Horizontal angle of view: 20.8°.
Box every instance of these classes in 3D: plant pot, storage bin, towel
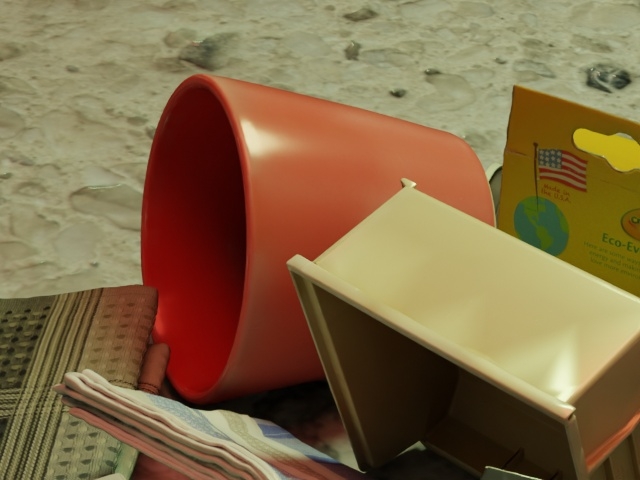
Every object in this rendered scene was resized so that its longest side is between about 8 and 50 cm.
[{"bbox_3d":[0.000,0.000,1.498,0.243,0.275,0.275,0,28,-25],"label":"plant pot"},{"bbox_3d":[0.135,0.121,1.277,0.123,0.260,0.262,-41,46,-24],"label":"storage bin"},{"bbox_3d":[-0.034,0.161,1.257,0.209,0.034,0.285,22,-1,35],"label":"towel"},{"bbox_3d":[-0.289,0.145,1.402,0.312,0.056,0.324,-5,30,7],"label":"towel"}]

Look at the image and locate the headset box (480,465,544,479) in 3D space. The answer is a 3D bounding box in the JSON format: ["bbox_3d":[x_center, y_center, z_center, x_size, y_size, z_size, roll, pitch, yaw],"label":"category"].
[{"bbox_3d":[0.105,0.298,0.946,0.131,0.283,0.246,13,31,19],"label":"headset box"}]

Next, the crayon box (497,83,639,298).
[{"bbox_3d":[0.239,0.037,1.362,0.202,0.318,0.081,22,36,31],"label":"crayon box"}]

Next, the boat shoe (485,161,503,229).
[{"bbox_3d":[0.166,0.006,1.654,0.069,0.081,0.227,12,39,12],"label":"boat shoe"}]

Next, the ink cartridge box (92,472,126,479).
[{"bbox_3d":[-0.154,0.265,1.098,0.128,0.176,0.127,-14,31,-26],"label":"ink cartridge box"}]
